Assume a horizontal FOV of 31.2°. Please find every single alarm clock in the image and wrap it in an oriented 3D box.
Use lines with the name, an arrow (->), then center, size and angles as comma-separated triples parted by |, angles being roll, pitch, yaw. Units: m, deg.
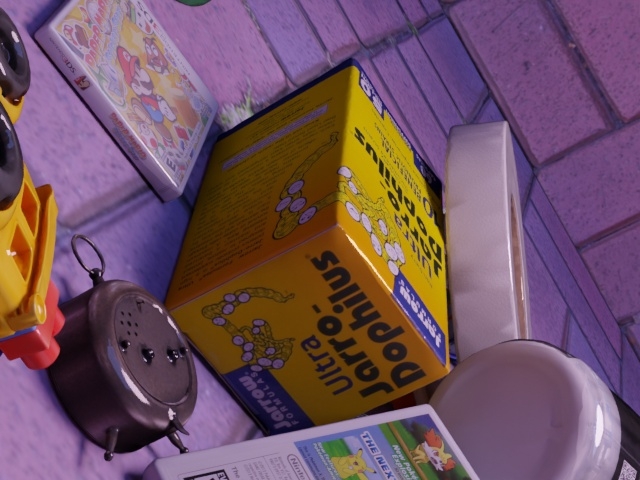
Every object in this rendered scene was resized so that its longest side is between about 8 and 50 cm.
alarm clock -> -0.157, 0.077, 0.899 | 0.129, 0.064, 0.192 | 15, 47, -63

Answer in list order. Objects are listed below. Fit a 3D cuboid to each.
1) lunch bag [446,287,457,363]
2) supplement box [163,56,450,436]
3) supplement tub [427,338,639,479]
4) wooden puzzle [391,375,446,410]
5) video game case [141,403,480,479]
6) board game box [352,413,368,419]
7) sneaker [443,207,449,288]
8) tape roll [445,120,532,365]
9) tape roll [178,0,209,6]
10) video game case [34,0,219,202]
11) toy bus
lunch bag -> 0.212, 0.109, 1.697 | 0.151, 0.096, 0.129 | 21, 44, -49
supplement box -> 0.000, 0.000, 1.177 | 0.194, 0.195, 0.356 | 52, 23, -25
supplement tub -> 0.264, 0.261, 1.187 | 0.338, 0.207, 0.207 | 41, 29, -39
wooden puzzle -> 0.191, 0.320, 1.397 | 0.322, 0.080, 0.348 | 44, 20, -45
video game case -> 0.056, 0.284, 0.886 | 0.300, 0.036, 0.329 | -4, 48, -39
board game box -> 0.083, 0.275, 1.171 | 0.260, 0.030, 0.136 | 58, -11, -13
sneaker -> 0.122, 0.015, 1.535 | 0.122, 0.146, 0.330 | 60, 21, -8
tape roll -> 0.209, 0.049, 1.388 | 0.392, 0.072, 0.392 | -5, 90, -78
tape roll -> -0.204, -0.452, 1.440 | 0.321, 0.077, 0.321 | 50, 23, -30
video game case -> -0.189, -0.172, 1.186 | 0.206, 0.026, 0.227 | 53, 22, -22
toy bus -> -0.234, -0.021, 0.741 | 0.220, 0.149, 0.211 | -98, 165, -49
